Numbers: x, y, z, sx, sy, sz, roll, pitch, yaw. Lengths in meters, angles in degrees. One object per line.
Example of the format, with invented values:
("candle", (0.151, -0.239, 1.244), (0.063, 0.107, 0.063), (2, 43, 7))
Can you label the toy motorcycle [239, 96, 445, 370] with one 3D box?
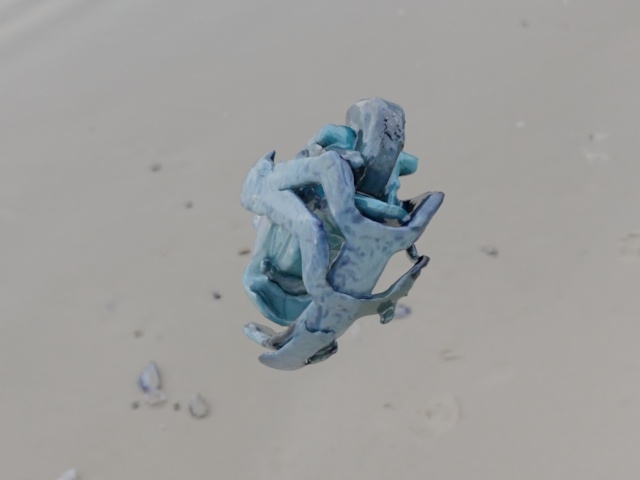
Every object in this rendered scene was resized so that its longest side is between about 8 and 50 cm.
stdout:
("toy motorcycle", (0.000, 0.000, 1.031), (0.154, 0.260, 0.206), (17, 60, -21))
